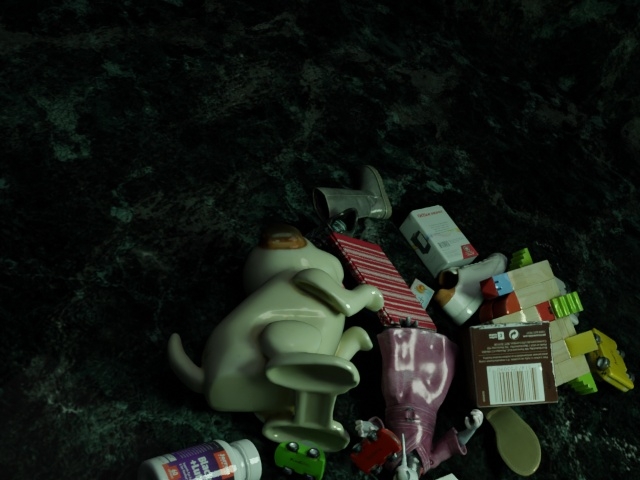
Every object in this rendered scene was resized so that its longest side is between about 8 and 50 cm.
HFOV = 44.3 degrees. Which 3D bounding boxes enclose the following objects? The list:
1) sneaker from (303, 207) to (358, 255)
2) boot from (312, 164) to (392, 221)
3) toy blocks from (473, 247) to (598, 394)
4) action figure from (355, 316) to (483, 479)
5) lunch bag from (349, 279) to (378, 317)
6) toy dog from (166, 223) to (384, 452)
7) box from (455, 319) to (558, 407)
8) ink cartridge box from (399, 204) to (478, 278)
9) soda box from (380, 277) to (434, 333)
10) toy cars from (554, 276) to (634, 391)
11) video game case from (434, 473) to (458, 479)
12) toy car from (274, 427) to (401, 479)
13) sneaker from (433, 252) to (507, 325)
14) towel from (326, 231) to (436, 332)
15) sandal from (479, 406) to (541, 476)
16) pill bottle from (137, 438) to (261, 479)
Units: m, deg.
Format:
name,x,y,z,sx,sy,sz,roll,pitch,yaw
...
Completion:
name,x,y,z,sx,sy,sz,roll,pitch,yaw
sneaker,0.000,0.000,1.856,0.101,0.106,0.267,42,43,8
boot,0.070,-0.123,2.055,0.208,0.076,0.190,-4,51,-27
toy blocks,0.474,0.219,1.879,0.261,0.191,0.381,-12,79,-32
action figure,0.169,0.357,1.595,0.248,0.276,0.370,14,63,-8
lunch bag,0.113,0.133,1.830,0.098,0.065,0.067,32,25,0
toy dog,-0.072,0.167,1.562,0.395,0.285,0.408,1,43,9
box,0.389,0.263,1.672,0.168,0.203,0.167,-4,81,0
ink cartridge box,0.310,0.002,2.077,0.127,0.072,0.175,-12,58,-39
soda box,0.205,0.171,1.853,0.058,0.063,0.183,36,41,2
toy cars,0.673,0.245,2.071,0.176,0.087,0.394,4,43,-49
video game case,0.232,0.519,1.358,0.210,0.042,0.232,-4,34,-40
toy car,0.027,0.413,1.440,0.225,0.239,0.053,15,22,15
sneaker,0.383,0.090,2.013,0.123,0.106,0.290,42,43,6
towel,0.138,0.096,1.779,0.199,0.031,0.275,15,35,-50
sandal,0.420,0.435,1.732,0.088,0.079,0.240,-25,38,0
pill bottle,-0.201,0.401,1.334,0.193,0.108,0.108,-8,56,-38
